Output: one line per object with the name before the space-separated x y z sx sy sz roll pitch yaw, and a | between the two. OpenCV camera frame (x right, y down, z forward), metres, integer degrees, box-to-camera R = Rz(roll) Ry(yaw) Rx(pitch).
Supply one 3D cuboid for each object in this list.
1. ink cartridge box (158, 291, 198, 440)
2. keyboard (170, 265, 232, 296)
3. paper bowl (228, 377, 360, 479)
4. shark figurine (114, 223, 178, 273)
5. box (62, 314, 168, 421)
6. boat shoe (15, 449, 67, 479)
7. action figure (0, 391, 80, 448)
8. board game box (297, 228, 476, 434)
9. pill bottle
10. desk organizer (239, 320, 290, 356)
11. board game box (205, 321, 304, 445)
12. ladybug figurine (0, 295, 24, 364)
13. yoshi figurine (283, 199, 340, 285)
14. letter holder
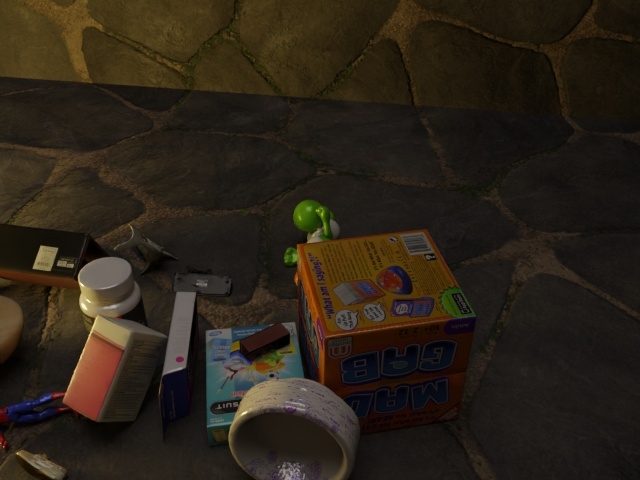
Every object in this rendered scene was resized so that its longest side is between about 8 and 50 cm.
ink cartridge box | -0.365 0.316 1.727 0.069 0.176 0.371 3 36 -4
keyboard | -0.373 0.136 2.115 0.192 0.038 0.100 4 59 3
paper bowl | -0.052 0.423 1.491 0.284 0.284 0.148 8 35 10
shark figurine | -0.563 0.050 2.141 0.166 0.278 0.116 33 82 -2
box | -0.507 0.319 1.651 0.126 0.148 0.232 18 84 25
boat shoe | -0.650 0.525 1.551 0.135 0.050 0.045 26 38 16
action figure | -0.743 0.444 1.619 0.280 0.092 0.139 -6 27 -9
board game box | 0.144 0.231 1.697 0.356 0.356 0.357 -6 36 -9
pill bottle | -0.558 0.198 1.799 0.161 0.283 0.161 0 36 0
desk organizer | -0.147 0.271 1.770 0.130 0.047 0.050 -22 44 -28
board game box | -0.171 0.365 1.747 0.253 0.079 0.336 -5 36 -7
ladybug figurine | -1.012 0.299 1.760 0.449 0.162 0.305 -20 41 -26
yoshi figurine | -0.026 -0.009 2.177 0.203 0.203 0.362 -4 33 5
letter holder | -0.857 0.071 2.115 0.301 0.214 0.152 7 68 7
